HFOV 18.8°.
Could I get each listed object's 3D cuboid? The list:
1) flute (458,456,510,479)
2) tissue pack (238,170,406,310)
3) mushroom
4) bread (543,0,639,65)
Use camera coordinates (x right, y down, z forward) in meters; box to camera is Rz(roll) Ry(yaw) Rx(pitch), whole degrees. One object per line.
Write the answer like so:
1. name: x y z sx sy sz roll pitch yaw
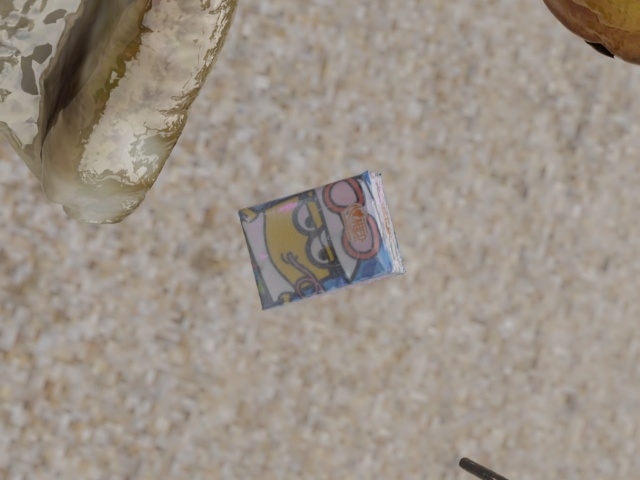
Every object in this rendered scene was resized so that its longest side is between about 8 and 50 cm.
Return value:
1. flute: 0.207 0.231 1.610 0.014 0.269 0.014 -14 114 -36
2. tissue pack: 0.000 0.000 2.045 0.065 0.155 0.116 0 74 -70
3. mushroom: -0.161 -0.212 1.354 0.313 0.224 0.397 -26 133 1
4. bread: 0.309 -0.280 1.865 0.195 0.270 0.143 -34 134 -7
